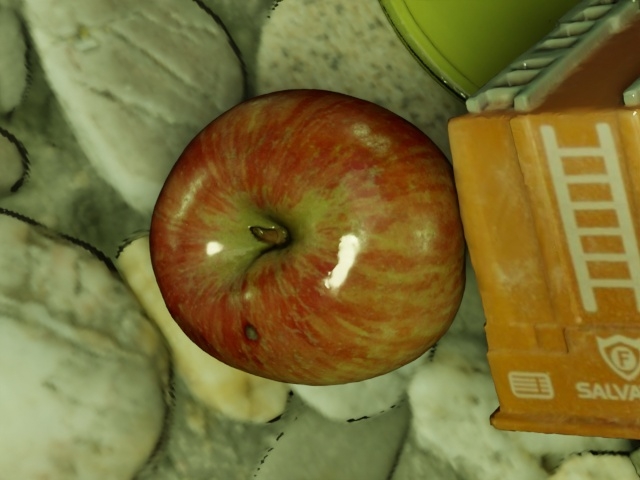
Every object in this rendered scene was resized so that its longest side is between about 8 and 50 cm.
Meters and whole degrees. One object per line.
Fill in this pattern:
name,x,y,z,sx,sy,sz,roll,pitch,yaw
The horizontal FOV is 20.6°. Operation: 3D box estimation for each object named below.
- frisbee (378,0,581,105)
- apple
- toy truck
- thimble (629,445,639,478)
frisbee,0.130,-0.156,1.068,0.236,0.017,0.236,13,58,-21
apple,0.000,0.000,0.837,0.131,0.146,0.146,-3,61,-61
toy truck,0.224,-0.066,0.901,0.387,0.173,0.207,-41,121,-45
thimble,0.225,0.121,0.909,0.115,0.102,0.090,-24,77,-27
